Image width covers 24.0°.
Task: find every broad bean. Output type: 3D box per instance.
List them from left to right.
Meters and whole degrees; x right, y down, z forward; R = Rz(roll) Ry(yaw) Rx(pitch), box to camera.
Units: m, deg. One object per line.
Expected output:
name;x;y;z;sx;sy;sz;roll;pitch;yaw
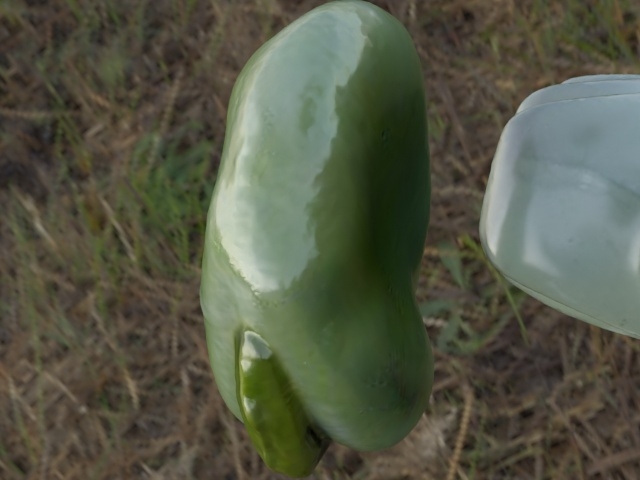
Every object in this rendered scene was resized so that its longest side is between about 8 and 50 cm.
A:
broad bean;0.000;0.000;0.724;0.100;0.169;0.228;3;82;23

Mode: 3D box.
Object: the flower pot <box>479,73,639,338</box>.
flower pot;0.257;-0.010;0.900;0.254;0.367;0.164;19;98;43
